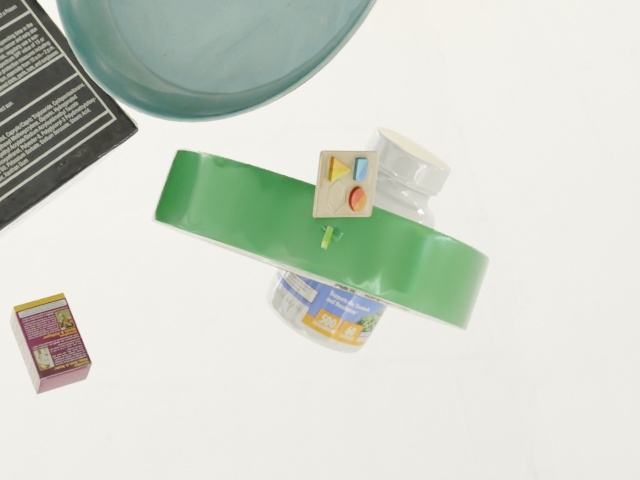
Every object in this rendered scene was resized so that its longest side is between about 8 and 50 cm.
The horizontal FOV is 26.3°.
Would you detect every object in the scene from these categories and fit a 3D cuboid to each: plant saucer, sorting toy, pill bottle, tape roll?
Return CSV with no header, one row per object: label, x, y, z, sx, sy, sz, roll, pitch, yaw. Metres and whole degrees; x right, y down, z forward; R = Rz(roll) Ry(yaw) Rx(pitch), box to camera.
plant saucer,-0.066,-0.239,1.023,0.318,0.044,0.317,-5,-101,29
sorting toy,0.021,-0.034,1.141,0.062,0.083,0.012,-3,-163,-33
pill bottle,0.054,-0.003,1.773,0.152,0.272,0.152,28,-165,-8
tape roll,0.000,0.000,1.321,0.321,0.321,0.077,17,-93,36

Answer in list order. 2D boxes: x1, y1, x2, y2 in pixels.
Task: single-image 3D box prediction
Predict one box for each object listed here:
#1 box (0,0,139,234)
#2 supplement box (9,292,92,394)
box,-0.412,-0.133,1.458,0.296,0.294,0.183,-41,-173,-33
supplement box,-0.266,0.101,1.352,0.055,0.043,0.083,-15,-112,-25
